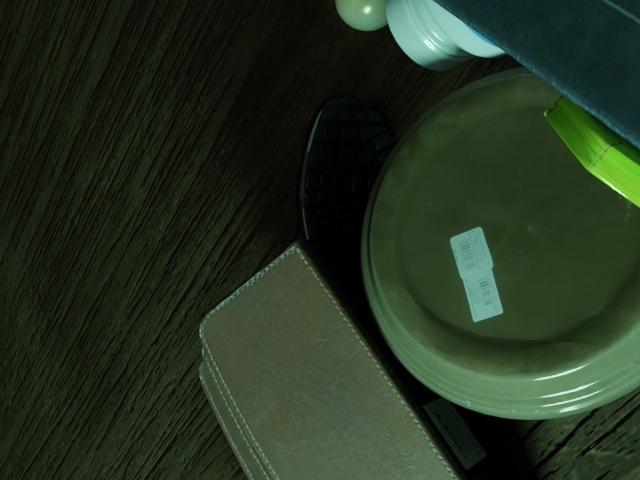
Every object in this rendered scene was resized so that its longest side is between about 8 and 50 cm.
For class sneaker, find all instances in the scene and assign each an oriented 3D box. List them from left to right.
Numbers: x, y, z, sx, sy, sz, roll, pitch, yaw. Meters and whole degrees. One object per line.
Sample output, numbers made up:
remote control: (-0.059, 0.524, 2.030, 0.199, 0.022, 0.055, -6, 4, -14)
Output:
sneaker: (0.000, 0.000, 1.070, 0.124, 0.107, 0.283, 10, 102, 57)

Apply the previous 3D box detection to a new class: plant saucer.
plant saucer: (0.152, -0.009, 0.805, 0.278, 0.041, 0.278, -8, 70, 24)

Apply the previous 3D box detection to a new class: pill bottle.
pill bottle: (0.151, -0.214, 0.829, 0.221, 0.124, 0.124, -24, 75, 51)

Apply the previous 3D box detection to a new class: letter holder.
letter holder: (0.011, 0.181, 0.911, 0.214, 0.152, 0.302, -38, 77, 15)

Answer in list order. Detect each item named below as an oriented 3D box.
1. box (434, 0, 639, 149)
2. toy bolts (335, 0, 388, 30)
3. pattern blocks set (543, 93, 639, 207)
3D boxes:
box: (0.350, -0.207, 0.433, 0.480, 0.297, 0.472, 47, 127, 38)
toy bolts: (-0.024, -0.296, 1.004, 0.228, 0.218, 0.158, -120, 35, -55)
pattern blocks set: (0.235, -0.025, 0.618, 0.026, 0.285, 0.325, -52, 48, 26)
